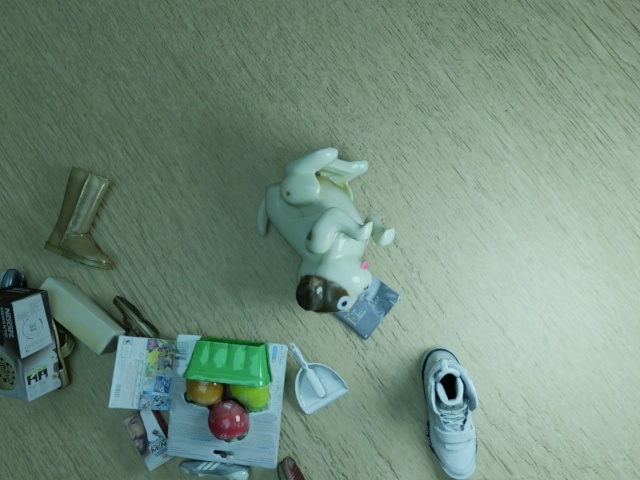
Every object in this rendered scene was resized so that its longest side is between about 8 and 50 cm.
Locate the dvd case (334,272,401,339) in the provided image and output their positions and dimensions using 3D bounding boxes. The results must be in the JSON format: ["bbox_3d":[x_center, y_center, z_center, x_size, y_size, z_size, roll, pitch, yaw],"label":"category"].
[{"bbox_3d":[0.099,0.160,1.736,0.221,0.018,0.164,38,89,8],"label":"dvd case"}]

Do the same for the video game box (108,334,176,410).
[{"bbox_3d":[-0.504,0.384,1.712,0.187,0.048,0.205,9,80,-18],"label":"video game box"}]

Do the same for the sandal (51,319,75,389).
[{"bbox_3d":[-0.781,0.325,1.786,0.088,0.079,0.240,5,106,35],"label":"sandal"}]

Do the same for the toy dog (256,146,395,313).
[{"bbox_3d":[0.000,0.000,1.623,0.395,0.284,0.408,-19,78,18],"label":"toy dog"}]

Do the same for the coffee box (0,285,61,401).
[{"bbox_3d":[-0.869,0.293,1.704,0.168,0.119,0.297,4,104,28],"label":"coffee box"}]

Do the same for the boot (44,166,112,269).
[{"bbox_3d":[-0.704,-0.067,1.800,0.236,0.089,0.269,20,86,7],"label":"boot"}]

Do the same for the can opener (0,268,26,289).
[{"bbox_3d":[-0.955,0.225,1.801,0.074,0.093,0.280,1,90,5],"label":"can opener"}]

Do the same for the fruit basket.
[{"bbox_3d":[-0.266,0.455,1.692,0.327,0.165,0.353,4,94,6],"label":"fruit basket"}]

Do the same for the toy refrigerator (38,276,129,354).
[{"bbox_3d":[-0.718,0.227,1.768,0.269,0.102,0.094,37,90,7],"label":"toy refrigerator"}]

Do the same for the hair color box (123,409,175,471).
[{"bbox_3d":[-0.497,0.578,1.739,0.093,0.053,0.167,-32,81,2],"label":"hair color box"}]

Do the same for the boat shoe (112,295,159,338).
[{"bbox_3d":[-0.566,0.241,1.770,0.060,0.064,0.178,-44,85,-2],"label":"boat shoe"}]

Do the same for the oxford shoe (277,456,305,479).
[{"bbox_3d":[-0.079,0.788,1.648,0.130,0.123,0.348,-18,82,9],"label":"oxford shoe"}]

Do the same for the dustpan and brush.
[{"bbox_3d":[-0.030,0.386,1.707,0.147,0.060,0.211,-32,83,2],"label":"dustpan and brush"}]

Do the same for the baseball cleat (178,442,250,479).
[{"bbox_3d":[-0.304,0.640,1.717,0.206,0.072,0.109,9,72,2],"label":"baseball cleat"}]

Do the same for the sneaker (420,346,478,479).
[{"bbox_3d":[0.350,0.476,1.587,0.137,0.210,0.366,-9,84,5],"label":"sneaker"}]
